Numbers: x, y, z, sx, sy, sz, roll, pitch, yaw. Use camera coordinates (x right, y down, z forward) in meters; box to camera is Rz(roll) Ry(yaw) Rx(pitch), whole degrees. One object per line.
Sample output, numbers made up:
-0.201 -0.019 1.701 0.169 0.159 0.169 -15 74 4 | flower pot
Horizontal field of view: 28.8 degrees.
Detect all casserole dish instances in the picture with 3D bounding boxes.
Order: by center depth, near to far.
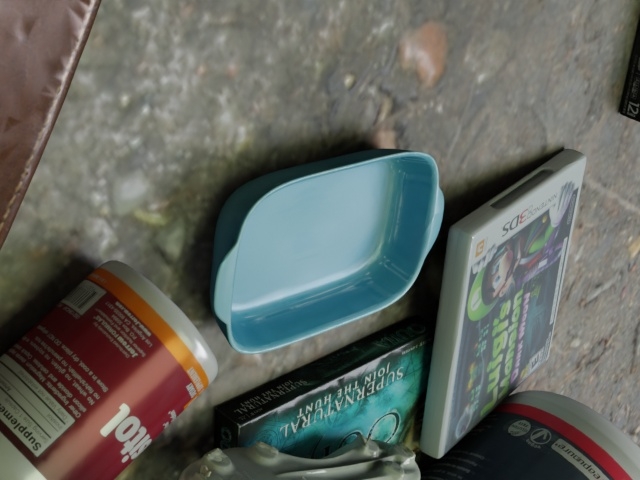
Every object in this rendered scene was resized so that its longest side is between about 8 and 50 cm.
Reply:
0.000 0.000 0.758 0.188 0.037 0.114 -17 126 -41 | casserole dish

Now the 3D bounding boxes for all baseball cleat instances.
-0.016 0.179 0.788 0.206 0.072 0.109 5 117 -45 | baseball cleat

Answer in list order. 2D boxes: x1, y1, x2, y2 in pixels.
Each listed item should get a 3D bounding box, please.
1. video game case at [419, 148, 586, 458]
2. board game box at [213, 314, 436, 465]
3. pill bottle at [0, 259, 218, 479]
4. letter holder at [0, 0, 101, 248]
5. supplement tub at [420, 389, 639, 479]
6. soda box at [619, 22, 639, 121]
0.136 0.045 0.924 0.173 0.022 0.190 -31 135 -46 | video game case
0.005 0.137 0.861 0.186 0.026 0.126 -21 128 -38 | board game box
-0.132 0.089 0.632 0.152 0.086 0.086 -44 140 -17 | pill bottle
-0.138 -0.113 0.444 0.214 0.152 0.302 9 107 -52 | letter holder
0.125 0.260 0.940 0.272 0.191 0.191 -37 137 -25 | supplement tub
0.278 -0.168 0.938 0.060 0.053 0.169 -20 127 -39 | soda box
